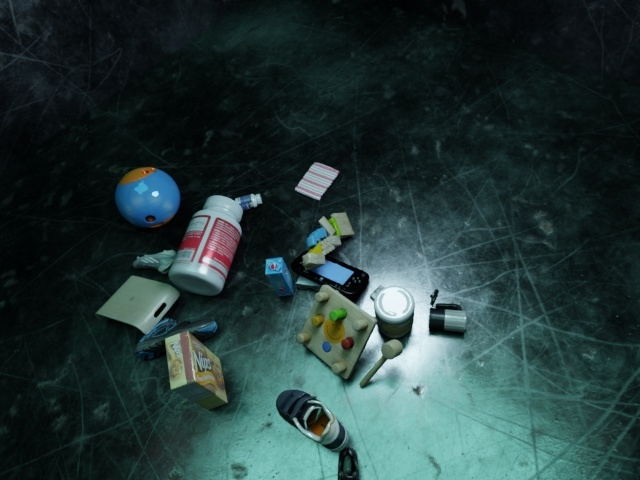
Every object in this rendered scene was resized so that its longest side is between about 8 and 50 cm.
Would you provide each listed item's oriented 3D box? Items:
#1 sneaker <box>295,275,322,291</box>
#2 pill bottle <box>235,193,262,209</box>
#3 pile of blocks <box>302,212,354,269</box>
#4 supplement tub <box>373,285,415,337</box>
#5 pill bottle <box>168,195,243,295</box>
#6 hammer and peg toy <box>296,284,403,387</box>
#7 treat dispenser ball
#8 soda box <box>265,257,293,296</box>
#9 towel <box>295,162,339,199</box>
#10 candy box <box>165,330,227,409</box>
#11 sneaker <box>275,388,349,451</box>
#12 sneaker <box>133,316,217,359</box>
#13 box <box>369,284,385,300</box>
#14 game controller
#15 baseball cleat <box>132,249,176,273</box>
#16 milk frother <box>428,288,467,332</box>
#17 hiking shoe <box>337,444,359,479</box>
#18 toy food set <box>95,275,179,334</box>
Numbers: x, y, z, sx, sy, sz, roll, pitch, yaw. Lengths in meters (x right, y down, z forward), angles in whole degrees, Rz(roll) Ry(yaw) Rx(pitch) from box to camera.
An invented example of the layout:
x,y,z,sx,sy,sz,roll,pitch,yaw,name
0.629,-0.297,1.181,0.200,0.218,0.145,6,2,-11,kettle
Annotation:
x,y,z,sx,sy,sz,roll,pitch,yaw,name
-0.026,0.174,1.769,0.152,0.053,0.061,10,55,16,sneaker
-0.346,-0.187,2.047,0.120,0.067,0.067,-15,57,1,pill bottle
0.000,0.000,1.776,0.148,0.113,0.362,53,42,-7,pile of blocks
0.273,0.269,1.565,0.145,0.199,0.144,-5,57,7,supplement tub
-0.481,0.015,1.847,0.229,0.229,0.407,6,59,14,pill bottle
0.091,0.359,1.515,0.361,0.127,0.265,34,109,31,hammer and peg toy
-0.818,-0.204,2.014,0.289,0.288,0.287,-5,57,7,treat dispenser ball
-0.162,0.151,1.713,0.067,0.210,0.071,-6,58,6,soda box
-0.015,-0.291,2.079,0.144,0.029,0.197,25,68,23,towel
-0.433,0.467,1.499,0.088,0.316,0.182,-21,56,-3,candy box
-0.050,0.576,1.424,0.321,0.127,0.126,14,58,43,sneaker
-0.590,0.362,1.710,0.341,0.125,0.139,-16,55,-1,sneaker
0.251,0.227,1.704,0.083,0.018,0.067,37,71,28,box
0.038,0.133,1.752,0.320,0.067,0.166,22,30,22,game controller
-0.757,0.109,1.933,0.206,0.072,0.109,-19,63,2,baseball cleat
0.472,0.261,1.568,0.135,0.143,0.129,3,51,14,milk frother
0.083,0.771,1.332,0.086,0.114,0.226,-8,57,6,hiking shoe
-0.772,0.274,1.793,0.307,0.092,0.219,8,46,27,toy food set
